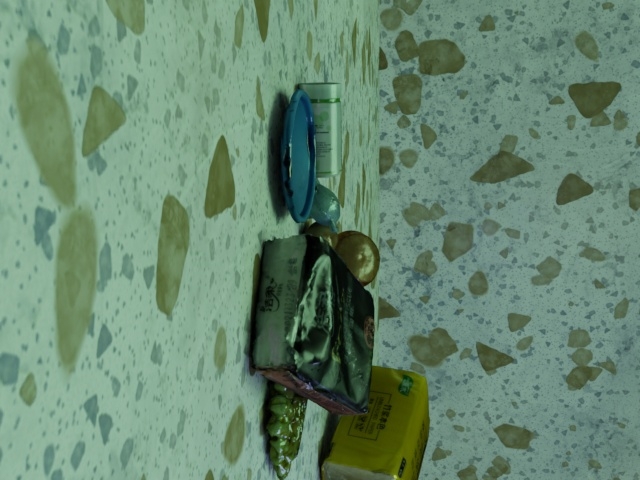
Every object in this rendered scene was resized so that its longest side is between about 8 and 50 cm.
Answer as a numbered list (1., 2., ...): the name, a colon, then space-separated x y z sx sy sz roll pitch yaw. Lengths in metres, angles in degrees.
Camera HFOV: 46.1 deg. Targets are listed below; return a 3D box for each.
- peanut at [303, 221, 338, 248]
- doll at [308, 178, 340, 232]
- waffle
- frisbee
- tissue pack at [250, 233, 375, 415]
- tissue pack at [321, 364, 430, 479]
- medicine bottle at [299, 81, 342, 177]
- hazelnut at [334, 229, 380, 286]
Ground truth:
1. peanut: 0.000 0.000 1.587 0.152 0.076 0.076 -72 161 -75
2. doll: -0.011 -0.079 1.563 0.120 0.075 0.180 58 -5 -15
3. waffle: -0.054 0.302 1.373 0.223 0.054 0.204 -78 165 -48
4. frisbee: -0.046 -0.151 1.361 0.242 0.045 0.242 3 90 -80
5. tissue pack: 0.004 0.158 1.305 0.332 0.123 0.245 46 42 -55
6. tissue pack: 0.159 0.575 2.044 0.382 0.228 0.293 -61 151 -54
7. medicine bottle: 0.000 -0.222 1.507 0.086 0.086 0.183 -55 145 -73
8. hazelnut: 0.071 0.049 1.897 0.150 0.150 0.150 2 90 -80
